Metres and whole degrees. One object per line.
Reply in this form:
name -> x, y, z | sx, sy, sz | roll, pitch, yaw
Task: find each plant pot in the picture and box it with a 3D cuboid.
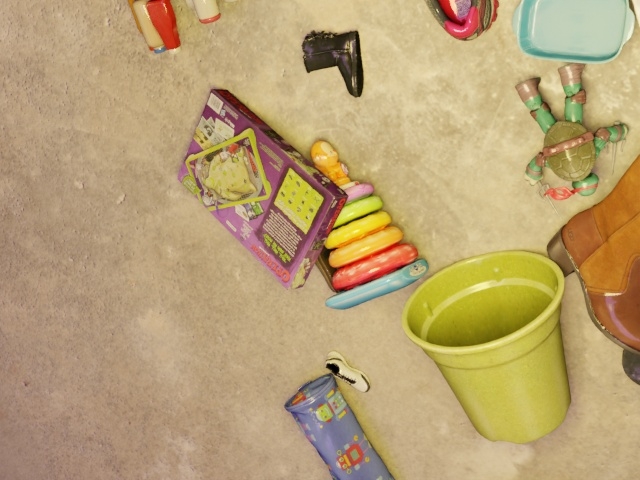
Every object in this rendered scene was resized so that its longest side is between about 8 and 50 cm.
plant pot -> 0.309, 0.198, 1.414 | 0.276, 0.276, 0.254 | -11, 117, 25

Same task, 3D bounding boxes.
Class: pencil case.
pencil case -> 0.043, 0.419, 1.674 | 0.119, 0.133, 0.306 | -31, 100, -13

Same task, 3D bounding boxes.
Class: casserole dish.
casserole dish -> 0.385, -0.330, 1.253 | 0.188, 0.037, 0.114 | 14, 110, 35

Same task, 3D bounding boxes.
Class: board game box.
board game box -> -0.116, -0.097, 1.496 | 0.347, 0.056, 0.208 | 43, 118, 27

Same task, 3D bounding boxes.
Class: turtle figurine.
turtle figurine -> 0.397, -0.154, 1.303 | 0.175, 0.118, 0.234 | -18, 93, 16

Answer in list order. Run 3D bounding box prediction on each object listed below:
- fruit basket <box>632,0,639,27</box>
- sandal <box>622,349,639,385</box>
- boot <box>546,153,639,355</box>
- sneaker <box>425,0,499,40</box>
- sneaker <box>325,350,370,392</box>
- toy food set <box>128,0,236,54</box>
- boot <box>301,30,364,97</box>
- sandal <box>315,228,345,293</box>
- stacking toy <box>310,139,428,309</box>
fruit basket -> 0.643, -0.262, 1.132 | 0.353, 0.165, 0.327 | -15, 105, 23
sandal -> 0.719, 0.256, 1.340 | 0.446, 0.107, 0.167 | 14, 115, 17
boot -> 0.515, 0.024, 1.272 | 0.264, 0.096, 0.280 | 60, 145, 19
sneaker -> 0.184, -0.451, 1.266 | 0.121, 0.112, 0.299 | -26, 99, 28
sneaker -> 0.051, 0.270, 1.651 | 0.109, 0.044, 0.040 | 38, 117, 2
toy food set -> -0.241, -0.393, 1.465 | 0.232, 0.111, 0.104 | -4, 121, 22
boot -> 0.021, -0.305, 1.429 | 0.099, 0.045, 0.121 | -1, 103, 20
sandal -> 0.000, 0.000, 1.552 | 0.060, 0.090, 0.219 | -2, 119, 46
stacking toy -> 0.058, -0.043, 1.479 | 0.166, 0.175, 0.301 | -24, 87, 29
